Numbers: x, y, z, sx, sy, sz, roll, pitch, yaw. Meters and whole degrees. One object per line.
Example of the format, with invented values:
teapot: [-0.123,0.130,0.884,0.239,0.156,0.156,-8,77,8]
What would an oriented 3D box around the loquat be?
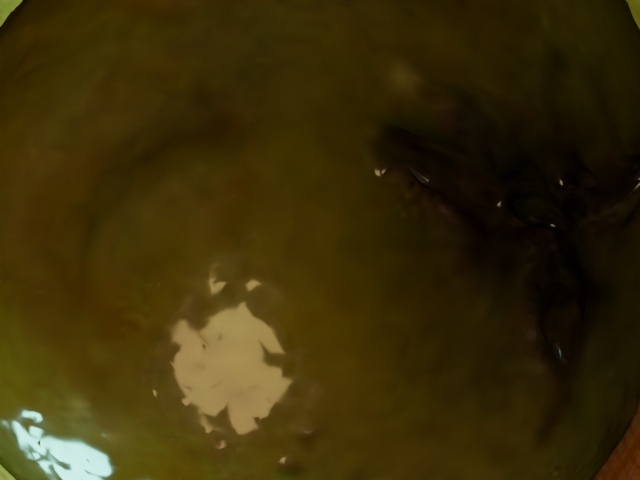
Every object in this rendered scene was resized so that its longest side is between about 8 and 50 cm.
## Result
loquat: [0.003,-0.003,0.475,0.213,0.213,0.213,4,120,6]

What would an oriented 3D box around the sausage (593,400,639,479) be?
sausage: [0.164,0.016,0.524,0.093,0.093,0.312,22,120,-5]
